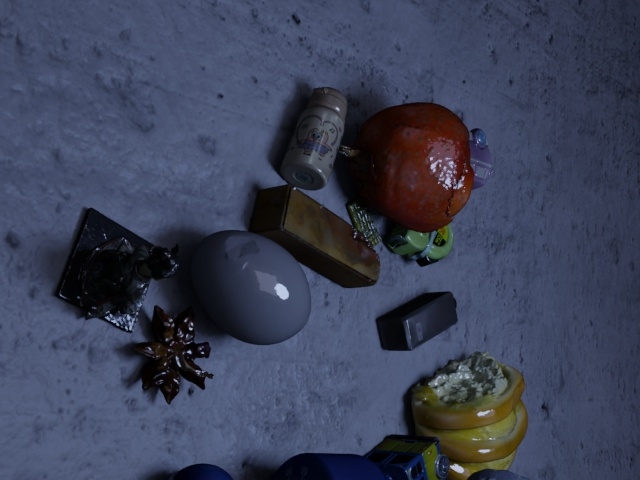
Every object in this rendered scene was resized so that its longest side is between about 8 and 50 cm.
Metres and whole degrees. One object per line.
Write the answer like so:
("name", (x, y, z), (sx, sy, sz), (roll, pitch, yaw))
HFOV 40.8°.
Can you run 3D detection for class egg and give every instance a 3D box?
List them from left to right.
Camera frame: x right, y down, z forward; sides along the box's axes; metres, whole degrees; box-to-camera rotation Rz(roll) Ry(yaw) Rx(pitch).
("egg", (-0.121, 0.076, 1.470), (0.232, 0.176, 0.176), (48, 51, -27))

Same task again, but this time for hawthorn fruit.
("hawthorn fruit", (0.170, -0.167, 1.803), (0.307, 0.276, 0.276), (13, 74, -23))

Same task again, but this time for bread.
("bread", (0.361, 0.416, 1.967), (0.315, 0.211, 0.270), (-17, 99, -47))

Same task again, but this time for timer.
("timer", (-0.092, 0.463, 1.426), (0.383, 0.270, 0.271), (21, 69, -32))

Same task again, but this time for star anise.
("star anise", (-0.243, 0.183, 1.407), (0.167, 0.057, 0.168), (14, 69, -40))

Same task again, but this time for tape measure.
("tape measure", (0.235, -0.020, 1.971), (0.154, 0.087, 0.177), (44, 51, -22))

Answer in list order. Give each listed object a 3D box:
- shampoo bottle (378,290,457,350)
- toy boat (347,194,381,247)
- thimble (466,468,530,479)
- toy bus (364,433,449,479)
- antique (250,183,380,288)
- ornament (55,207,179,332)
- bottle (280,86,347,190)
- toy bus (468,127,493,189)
("shampoo bottle", (0.232, 0.176, 1.946), (0.246, 0.079, 0.080), (-20, 101, -49))
("toy boat", (0.095, -0.037, 1.863), (0.063, 0.016, 0.115), (-40, 115, -44))
("thimble", (0.360, 0.595, 1.749), (0.172, 0.205, 0.236), (-48, 153, -39))
("toy bus", (0.189, 0.567, 1.796), (0.175, 0.138, 0.288), (-23, 102, -50))
("antique", (0.000, 0.000, 1.694), (0.310, 0.087, 0.093), (32, 60, -42))
("ornament", (-0.264, 0.048, 1.292), (0.153, 0.196, 0.166), (34, 61, -41))
("bottle", (-0.002, -0.205, 1.712), (0.110, 0.097, 0.209), (53, 47, -47))
("toy bus", (0.307, -0.192, 2.044), (0.202, 0.142, 0.142), (9, 73, -48))
